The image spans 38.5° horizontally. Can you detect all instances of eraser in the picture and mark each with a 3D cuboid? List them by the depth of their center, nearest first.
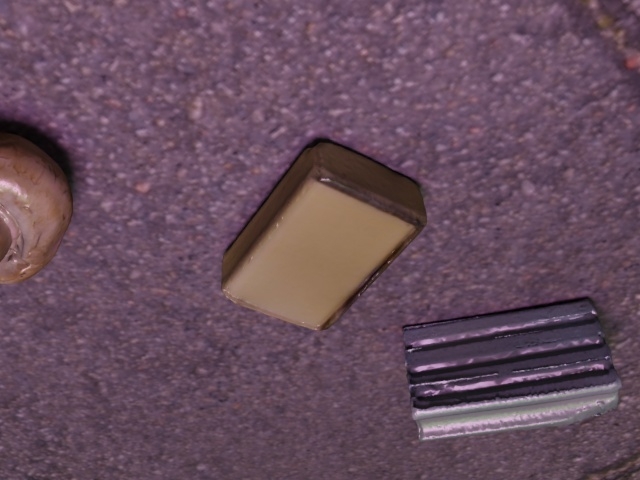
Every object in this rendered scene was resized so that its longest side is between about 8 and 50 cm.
[{"bbox_3d":[0.000,0.000,0.816,0.117,0.058,0.172,23,129,-23],"label":"eraser"}]

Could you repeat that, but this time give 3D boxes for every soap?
[{"bbox_3d":[0.186,0.130,0.911,0.198,0.114,0.063,-9,134,8],"label":"soap"}]

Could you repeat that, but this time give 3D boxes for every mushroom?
[{"bbox_3d":[-0.274,-0.026,0.746,0.148,0.112,0.148,5,136,5],"label":"mushroom"}]
